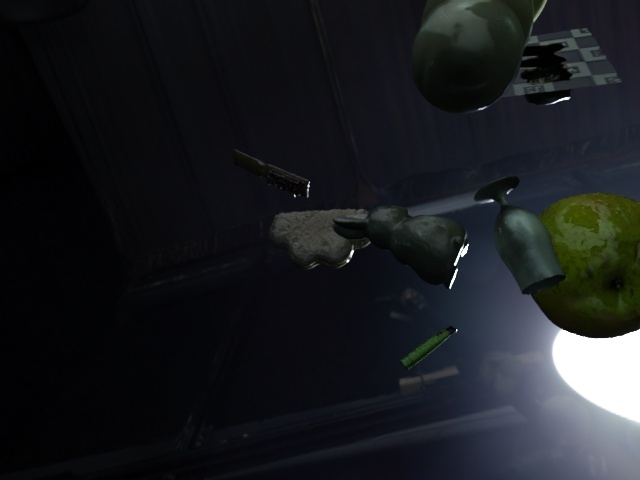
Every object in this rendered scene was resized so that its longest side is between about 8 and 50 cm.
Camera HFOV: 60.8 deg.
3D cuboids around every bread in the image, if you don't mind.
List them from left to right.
[{"bbox_3d":[0.001,0.000,1.712,0.337,0.183,0.102,-3,157,10],"label":"bread"}]

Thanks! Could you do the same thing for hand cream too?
[{"bbox_3d":[0.208,0.203,1.043,0.122,0.023,0.036,-35,-177,-5],"label":"hand cream"}]

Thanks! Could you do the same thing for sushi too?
[{"bbox_3d":[0.560,-0.411,1.391,0.296,0.100,0.373,-4,-143,14],"label":"sushi"}]

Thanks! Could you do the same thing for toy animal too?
[{"bbox_3d":[0.148,-0.017,1.017,0.251,0.127,0.125,24,-148,19],"label":"toy animal"}]

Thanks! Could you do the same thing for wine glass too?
[{"bbox_3d":[0.354,-0.008,0.969,0.092,0.202,0.093,-15,157,-6],"label":"wine glass"}]

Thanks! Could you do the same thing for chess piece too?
[{"bbox_3d":[0.205,-0.288,0.699,0.182,0.182,0.330,-5,-138,30],"label":"chess piece"}]

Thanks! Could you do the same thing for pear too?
[{"bbox_3d":[0.670,0.061,1.308,0.390,0.391,0.391,-15,-162,5],"label":"pear"}]

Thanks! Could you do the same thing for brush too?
[{"bbox_3d":[-0.119,-0.148,1.189,0.036,0.043,0.248,-18,-145,-42],"label":"brush"}]
